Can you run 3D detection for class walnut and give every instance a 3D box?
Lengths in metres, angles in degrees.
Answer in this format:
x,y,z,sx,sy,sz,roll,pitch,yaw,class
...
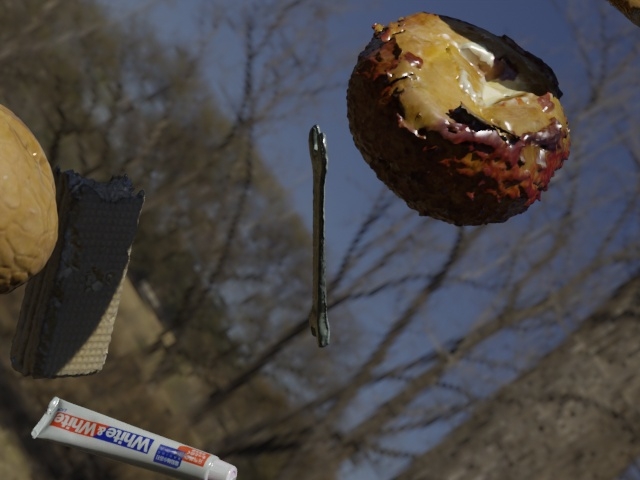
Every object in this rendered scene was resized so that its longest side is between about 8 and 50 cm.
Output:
x,y,z,sx,sy,sz,roll,pitch,yaw,class
-0.317,-0.045,1.396,0.165,0.165,0.197,50,-16,51,walnut

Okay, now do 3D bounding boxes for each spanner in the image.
x,y,z,sx,sy,sz,roll,pitch,yaw,class
0.000,0.000,1.876,0.071,0.017,0.302,-114,-160,-56,spanner

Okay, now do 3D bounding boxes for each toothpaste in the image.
x,y,z,sx,sy,sz,roll,pitch,yaw,class
-0.186,0.207,1.582,0.218,0.052,0.033,15,-34,19,toothpaste

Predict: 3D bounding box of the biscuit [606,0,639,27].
x,y,z,sx,sy,sz,roll,pitch,yaw,class
0.395,-0.328,2.118,0.176,0.031,0.228,44,12,18,biscuit

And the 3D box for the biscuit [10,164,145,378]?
x,y,z,sx,sy,sz,roll,pitch,yaw,class
-0.268,0.038,1.741,0.061,0.239,0.108,22,13,38,biscuit

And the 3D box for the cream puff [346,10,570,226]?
x,y,z,sx,sy,sz,roll,pitch,yaw,class
0.180,-0.153,2.141,0.350,0.350,0.229,55,-45,31,cream puff
